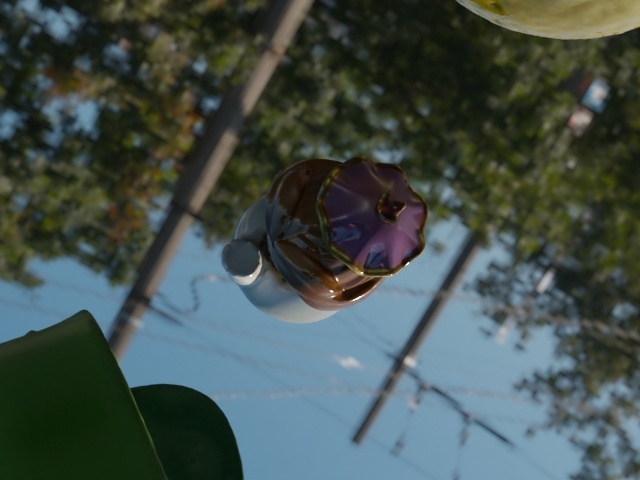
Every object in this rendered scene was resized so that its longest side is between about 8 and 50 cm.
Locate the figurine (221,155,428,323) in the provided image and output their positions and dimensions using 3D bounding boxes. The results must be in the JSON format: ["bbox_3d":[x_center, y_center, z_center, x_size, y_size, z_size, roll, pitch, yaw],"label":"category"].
[{"bbox_3d":[0.000,0.000,1.540,0.189,0.142,0.263,-16,174,-20],"label":"figurine"}]

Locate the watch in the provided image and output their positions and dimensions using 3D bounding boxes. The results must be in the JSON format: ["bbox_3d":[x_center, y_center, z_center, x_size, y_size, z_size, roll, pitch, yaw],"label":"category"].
[{"bbox_3d":[-0.065,0.107,0.500,0.152,0.131,0.165,132,118,-75],"label":"watch"}]

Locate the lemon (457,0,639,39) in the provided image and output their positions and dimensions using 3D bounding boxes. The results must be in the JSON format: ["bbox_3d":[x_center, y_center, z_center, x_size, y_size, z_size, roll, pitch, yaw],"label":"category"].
[{"bbox_3d":[0.194,-0.318,1.277,0.336,0.336,0.336,30,-169,-6],"label":"lemon"}]
